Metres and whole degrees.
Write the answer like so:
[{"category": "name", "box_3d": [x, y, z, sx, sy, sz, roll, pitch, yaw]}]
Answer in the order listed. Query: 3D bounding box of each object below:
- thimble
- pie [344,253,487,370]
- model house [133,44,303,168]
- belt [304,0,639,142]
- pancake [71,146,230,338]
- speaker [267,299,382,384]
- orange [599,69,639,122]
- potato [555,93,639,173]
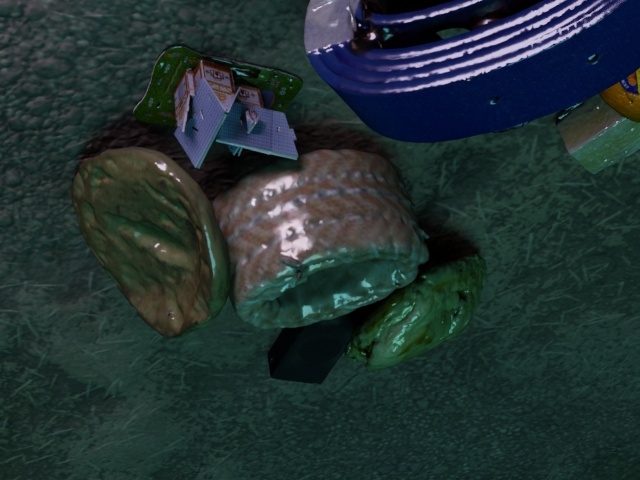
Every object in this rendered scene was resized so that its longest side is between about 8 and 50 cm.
[{"category": "thimble", "box_3d": [-0.006, 0.003, 1.380, 0.229, 0.148, 0.196, -4, 152, -30]}, {"category": "pie", "box_3d": [0.125, 0.099, 1.536, 0.201, 0.090, 0.248, -41, 169, 23]}, {"category": "model house", "box_3d": [-0.102, -0.124, 1.289, 0.167, 0.088, 0.117, 13, 132, -27]}, {"category": "belt", "box_3d": [0.160, -0.221, 1.135, 0.347, 0.212, 0.117, -16, 153, 21]}, {"category": "pancake", "box_3d": [-0.187, -0.004, 1.348, 0.050, 0.242, 0.242, -36, 158, -42]}, {"category": "speaker", "box_3d": [0.006, 0.109, 1.610, 0.082, 0.044, 0.218, 11, 134, -25]}, {"category": "orange", "box_3d": [0.360, -0.194, 1.300, 0.135, 0.117, 0.136, 20, 129, 27]}, {"category": "potato", "box_3d": [0.341, -0.136, 1.411, 0.122, 0.061, 0.086, -35, 136, 25]}]
